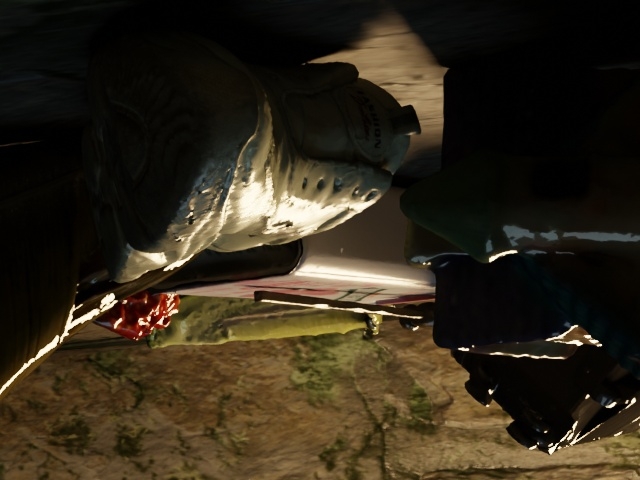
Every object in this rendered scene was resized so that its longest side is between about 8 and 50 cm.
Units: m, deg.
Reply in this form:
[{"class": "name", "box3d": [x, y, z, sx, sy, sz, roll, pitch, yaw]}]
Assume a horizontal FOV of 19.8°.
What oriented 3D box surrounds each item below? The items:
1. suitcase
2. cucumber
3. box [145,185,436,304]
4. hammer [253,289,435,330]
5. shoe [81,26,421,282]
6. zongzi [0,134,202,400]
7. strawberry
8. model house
[{"class": "suitcase", "box3d": [0.306, 0.076, 1.911, 0.283, 0.194, 0.434, -52, 158, 14]}, {"class": "cucumber", "box3d": [-0.068, 0.067, 2.288, 0.325, 0.105, 0.145, -9, -161, 24]}, {"class": "box", "box3d": [0.000, 0.000, 1.763, 0.190, 0.112, 0.370, -10, 170, 31]}, {"class": "hammer", "box3d": [0.032, 0.063, 1.760, 0.058, 0.029, 0.292, -11, 168, 35]}, {"class": "shoe", "box3d": [-0.037, -0.066, 1.160, 0.211, 0.132, 0.342, -14, 173, -12]}, {"class": "zongzi", "box3d": [-0.203, 0.054, 1.331, 0.286, 0.288, 0.134, -8, 146, 0]}, {"class": "strawberry", "box3d": [-0.219, 0.015, 1.773, 0.175, 0.106, 0.236, 31, 180, 13]}, {"class": "model house", "box3d": [0.189, -0.033, 1.171, 0.280, 0.245, 0.312, 1, 173, 9]}]
